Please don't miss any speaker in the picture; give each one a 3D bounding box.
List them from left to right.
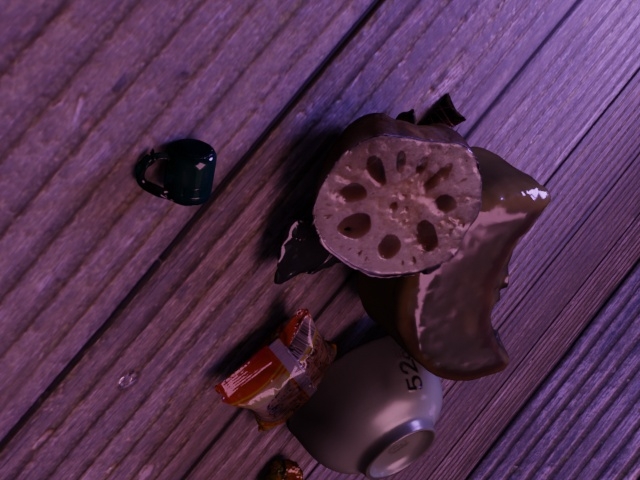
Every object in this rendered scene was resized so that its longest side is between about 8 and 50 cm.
[{"bbox_3d":[-0.173,-0.080,0.932,0.094,0.060,0.075,-21,137,-42],"label":"speaker"}]

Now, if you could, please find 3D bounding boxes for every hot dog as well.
[{"bbox_3d":[-0.081,0.580,1.750,0.115,0.072,0.269,-33,144,-29],"label":"hot dog"}]

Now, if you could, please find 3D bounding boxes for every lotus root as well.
[{"bbox_3d":[0.111,-0.092,1.169,0.272,0.192,0.272,-2,130,-2],"label":"lotus root"}]

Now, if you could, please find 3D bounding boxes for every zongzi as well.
[{"bbox_3d":[0.221,-0.209,1.329,0.067,0.073,0.083,20,105,-40],"label":"zongzi"}]

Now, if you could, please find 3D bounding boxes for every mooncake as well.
[{"bbox_3d":[0.261,0.035,1.437,0.394,0.246,0.393,-47,132,-3],"label":"mooncake"}]

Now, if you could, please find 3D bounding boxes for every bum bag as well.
[{"bbox_3d":[0.000,0.000,1.258,0.248,0.060,0.123,-6,128,-54],"label":"bum bag"}]

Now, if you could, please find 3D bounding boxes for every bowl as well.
[{"bbox_3d":[0.123,0.380,1.626,0.354,0.185,0.354,-22,143,-18],"label":"bowl"}]

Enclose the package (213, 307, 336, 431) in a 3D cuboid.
[{"bbox_3d":[-0.065,0.246,1.386,0.223,0.108,0.288,-46,152,-8],"label":"package"}]
